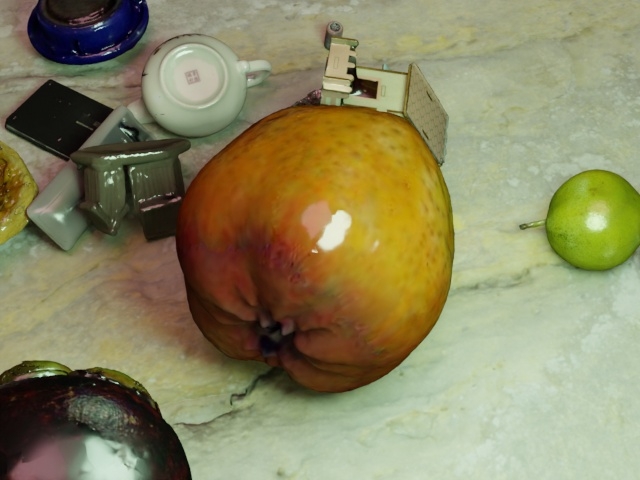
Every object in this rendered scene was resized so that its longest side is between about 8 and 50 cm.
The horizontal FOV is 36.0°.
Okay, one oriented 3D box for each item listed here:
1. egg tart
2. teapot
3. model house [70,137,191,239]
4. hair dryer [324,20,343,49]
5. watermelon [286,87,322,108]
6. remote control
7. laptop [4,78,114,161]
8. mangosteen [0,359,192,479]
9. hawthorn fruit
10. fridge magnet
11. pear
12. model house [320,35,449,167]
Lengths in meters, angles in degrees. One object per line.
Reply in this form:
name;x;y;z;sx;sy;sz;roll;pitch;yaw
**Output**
egg tart;-0.665;-0.068;1.826;0.290;0.115;0.290;2;53;-3
teapot;-0.237;-0.311;1.986;0.300;0.166;0.208;-14;71;-20
model house;-0.333;-0.094;1.815;0.229;0.122;0.188;-9;92;-23
hair dryer;0.041;-0.404;2.093;0.037;0.063;0.114;-16;70;-12
watermelon;-0.018;-0.258;1.949;0.187;0.139;0.071;-31;92;-20
remote control;-0.423;-0.125;1.863;0.055;0.109;0.313;-16;35;50
laptop;-0.522;-0.243;2.005;0.207;0.026;0.154;26;58;19
mangosteen;-0.384;0.348;1.363;0.381;0.381;0.421;-30;45;-19
hawthorn fruit;0.000;0.000;1.580;0.472;0.472;0.471;-1;53;1
fridge magnet;-0.504;-0.483;2.129;0.265;0.112;0.265;-2;53;3
pear;0.467;-0.036;1.754;0.216;0.166;0.180;0;64;29
model house;0.114;-0.213;1.789;0.244;0.326;0.169;9;53;2
